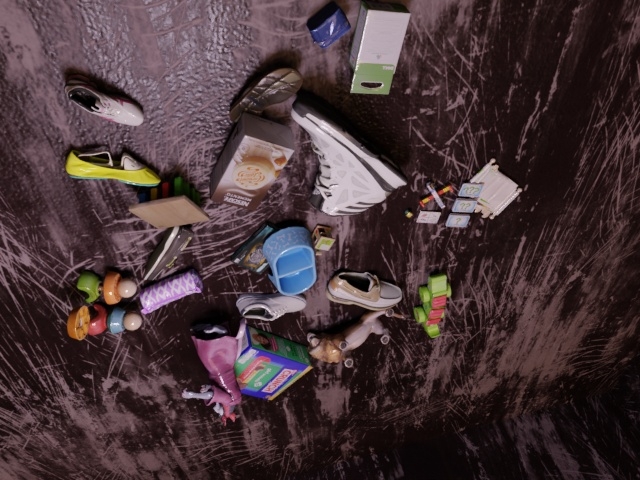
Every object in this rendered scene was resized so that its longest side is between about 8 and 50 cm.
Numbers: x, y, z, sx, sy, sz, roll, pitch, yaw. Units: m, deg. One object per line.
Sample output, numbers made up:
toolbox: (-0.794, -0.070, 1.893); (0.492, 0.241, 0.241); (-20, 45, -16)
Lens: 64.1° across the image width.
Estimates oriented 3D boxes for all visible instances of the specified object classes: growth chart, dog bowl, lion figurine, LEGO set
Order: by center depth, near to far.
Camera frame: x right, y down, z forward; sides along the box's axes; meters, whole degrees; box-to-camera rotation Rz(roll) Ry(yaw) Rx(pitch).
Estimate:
dog bowl: (-0.093, 0.078, 1.685); (0.166, 0.074, 0.297); (-18, 143, -11)
LEGO set: (0.410, -0.111, 1.707); (0.245, 0.060, 0.182); (3, 132, -13)
growth chart: (0.582, -0.165, 1.746); (0.237, 0.021, 0.172); (29, 119, -37)
lion figurine: (0.141, 0.366, 2.012); (0.392, 0.240, 0.142); (-25, 98, -10)

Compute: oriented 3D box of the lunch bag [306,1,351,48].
lunch bag: (0.018, -0.499, 1.200); (0.098, 0.067, 0.065); (-34, 133, 16)

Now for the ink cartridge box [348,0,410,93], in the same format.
ink cartridge box: (0.137, -0.474, 1.268); (0.109, 0.062, 0.209); (-3, 134, -16)

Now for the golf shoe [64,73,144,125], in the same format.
golf shoe: (-0.503, -0.311, 1.194); (0.186, 0.086, 0.067); (22, 121, -36)

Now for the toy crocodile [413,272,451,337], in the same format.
toy crocodile: (0.456, 0.261, 2.054); (0.115, 0.105, 0.340); (-9, 134, -10)

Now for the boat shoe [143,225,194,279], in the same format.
boat shoe: (-0.464, 0.044, 1.551); (0.069, 0.081, 0.227); (24, 119, -30)

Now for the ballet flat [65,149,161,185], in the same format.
ballet flat: (-0.528, -0.190, 1.315); (0.231, 0.077, 0.077); (5, 116, -20)

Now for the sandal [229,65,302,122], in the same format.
sandal: (-0.143, -0.371, 1.283); (0.219, 0.060, 0.090); (-30, 138, 32)

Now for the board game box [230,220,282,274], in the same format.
board game box: (-0.187, 0.028, 1.668); (0.186, 0.026, 0.126); (-42, 132, 22)

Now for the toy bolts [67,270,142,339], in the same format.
toy bolts: (-0.652, 0.230, 1.584); (0.159, 0.218, 0.228); (3, 140, -3)

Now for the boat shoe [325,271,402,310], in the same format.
boat shoe: (0.175, 0.180, 1.877); (0.303, 0.113, 0.103); (6, 136, -22)

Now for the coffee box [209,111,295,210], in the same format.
coffee box: (-0.188, -0.203, 1.368); (0.141, 0.098, 0.246); (13, 137, -27)

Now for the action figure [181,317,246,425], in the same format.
action figure: (-0.344, 0.470, 1.829); (0.276, 0.248, 0.370); (-16, 94, -1)

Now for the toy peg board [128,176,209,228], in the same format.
toy peg board: (-0.415, -0.105, 1.415); (0.161, 0.079, 0.161); (-9, 161, 10)

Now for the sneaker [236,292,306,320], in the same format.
sneaker: (-0.171, 0.246, 1.837); (0.258, 0.091, 0.094); (0, 132, -18)

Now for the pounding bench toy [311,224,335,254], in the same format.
pounding bench toy: (0.000, 0.000, 1.677); (0.052, 0.065, 0.083); (11, 128, -28)

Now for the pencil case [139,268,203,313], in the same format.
pencil case: (-0.481, 0.166, 1.659); (0.206, 0.088, 0.086); (-22, 143, 4)

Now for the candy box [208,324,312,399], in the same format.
candy box: (-0.241, 0.496, 2.034); (0.317, 0.122, 0.268); (27, 119, -38)

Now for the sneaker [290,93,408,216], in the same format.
sneaker: (0.030, -0.195, 1.425); (0.257, 0.169, 0.448); (-42, 134, 19)
